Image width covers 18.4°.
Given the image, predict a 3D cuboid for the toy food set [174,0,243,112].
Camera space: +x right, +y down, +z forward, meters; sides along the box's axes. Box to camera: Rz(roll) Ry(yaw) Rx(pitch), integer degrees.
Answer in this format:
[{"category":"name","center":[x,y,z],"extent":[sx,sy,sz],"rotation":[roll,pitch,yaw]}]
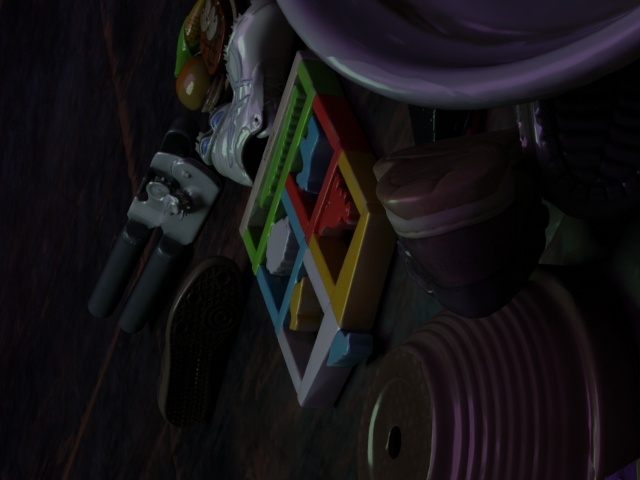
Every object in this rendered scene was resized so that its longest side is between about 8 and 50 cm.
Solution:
[{"category":"toy food set","center":[-0.110,-0.184,1.942],"extent":[0.192,0.038,0.132],"rotation":[-116,38,-55]}]

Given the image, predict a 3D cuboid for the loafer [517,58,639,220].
[{"category":"loafer","center":[0.158,-0.124,1.169],"extent":[0.087,0.094,0.251],"rotation":[117,158,-67]}]

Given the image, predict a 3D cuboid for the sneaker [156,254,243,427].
[{"category":"sneaker","center":[-0.123,0.084,1.860],"extent":[0.071,0.066,0.188],"rotation":[-114,37,-55]}]

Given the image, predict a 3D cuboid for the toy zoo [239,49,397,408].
[{"category":"toy zoo","center":[0.000,0.000,1.610],"extent":[0.293,0.030,0.192],"rotation":[-113,35,-52]}]

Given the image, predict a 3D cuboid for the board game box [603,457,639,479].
[{"category":"board game box","center":[0.177,0.277,0.956],"extent":[0.208,0.056,0.346],"rotation":[116,155,-76]}]

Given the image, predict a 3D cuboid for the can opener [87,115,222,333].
[{"category":"can opener","center":[-0.165,-0.008,2.014],"extent":[0.280,0.074,0.093],"rotation":[-60,4,45]}]

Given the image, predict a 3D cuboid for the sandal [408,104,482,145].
[{"category":"sandal","center":[0.091,-0.077,1.394],"extent":[0.067,0.040,0.179],"rotation":[-161,64,-74]}]

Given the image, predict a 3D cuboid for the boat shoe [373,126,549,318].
[{"category":"boat shoe","center":[0.089,-0.013,1.196],"extent":[0.285,0.103,0.092],"rotation":[-58,-45,-81]}]

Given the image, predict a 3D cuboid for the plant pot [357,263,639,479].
[{"category":"plant pot","center":[0.094,0.129,1.215],"extent":[0.237,0.110,0.237],"rotation":[-175,90,-69]}]

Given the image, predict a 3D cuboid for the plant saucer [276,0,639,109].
[{"category":"plant saucer","center":[0.143,-0.246,1.083],"extent":[0.400,0.100,0.400],"rotation":[-18,61,36]}]

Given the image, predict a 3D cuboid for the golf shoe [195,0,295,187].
[{"category":"golf shoe","center":[-0.048,-0.130,1.747],"extent":[0.086,0.069,0.176],"rotation":[42,124,44]}]
